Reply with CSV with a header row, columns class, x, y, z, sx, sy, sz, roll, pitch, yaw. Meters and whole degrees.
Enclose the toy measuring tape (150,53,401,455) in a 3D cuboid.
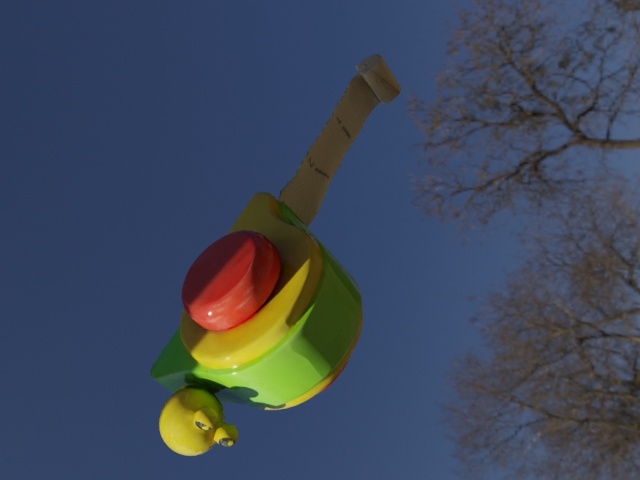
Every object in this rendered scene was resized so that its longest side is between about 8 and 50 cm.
class,x,y,z,sx,sy,sz,roll,pitch,yaw
toy measuring tape,0.000,0.000,0.549,0.121,0.121,0.330,50,-118,-39
